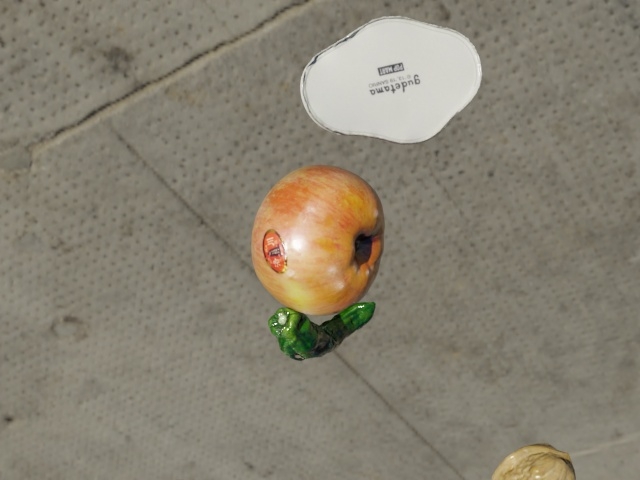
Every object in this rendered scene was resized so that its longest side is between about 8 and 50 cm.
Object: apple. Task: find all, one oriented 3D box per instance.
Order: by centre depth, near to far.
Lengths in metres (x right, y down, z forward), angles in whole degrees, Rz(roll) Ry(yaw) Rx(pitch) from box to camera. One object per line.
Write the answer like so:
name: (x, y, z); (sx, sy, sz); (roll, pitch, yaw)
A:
apple: (0.000, 0.000, 1.373); (0.164, 0.209, 0.209); (16, 143, 27)

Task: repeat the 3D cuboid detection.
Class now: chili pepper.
chili pepper: (0.002, 0.115, 1.267); (0.182, 0.050, 0.073); (-5, 110, -53)

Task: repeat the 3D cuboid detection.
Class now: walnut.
walnut: (0.223, 0.254, 1.039); (0.096, 0.079, 0.082); (-41, 101, 6)

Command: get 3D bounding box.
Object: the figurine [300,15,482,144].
figurine: (0.075, -0.203, 1.331); (0.250, 0.166, 0.141); (-5, 180, -18)
